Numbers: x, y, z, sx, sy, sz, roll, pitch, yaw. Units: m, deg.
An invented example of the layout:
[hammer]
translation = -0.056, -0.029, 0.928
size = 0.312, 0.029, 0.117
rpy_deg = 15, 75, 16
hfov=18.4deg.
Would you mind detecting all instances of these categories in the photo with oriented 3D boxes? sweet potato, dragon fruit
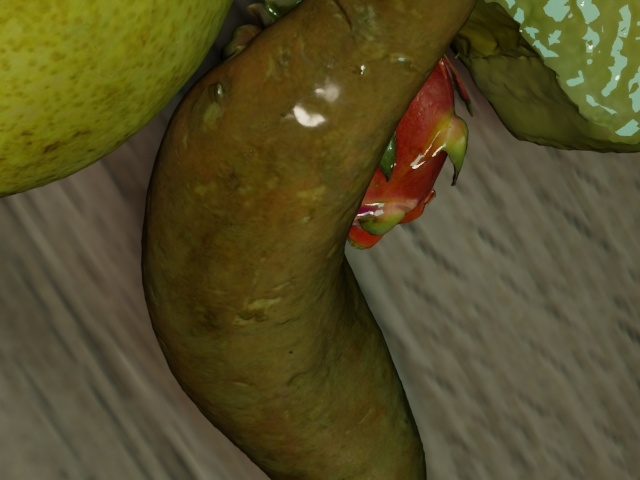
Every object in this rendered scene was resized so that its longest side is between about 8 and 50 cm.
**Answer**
[sweet potato]
translation = -0.006, -0.001, 0.658
size = 0.108, 0.079, 0.346
rpy_deg = -9, 139, -13
[dragon fruit]
translation = 0.006, -0.053, 0.713
size = 0.081, 0.086, 0.116
rpy_deg = -42, 123, -16

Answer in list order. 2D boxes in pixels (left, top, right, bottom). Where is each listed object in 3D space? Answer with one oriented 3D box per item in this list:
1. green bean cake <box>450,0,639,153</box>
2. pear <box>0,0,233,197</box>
[green bean cake]
translation = 0.103, -0.177, 0.714
size = 0.233, 0.124, 0.236
rpy_deg = -43, 108, -14
[pear]
translation = -0.113, -0.114, 0.611
size = 0.197, 0.197, 0.197
rpy_deg = -2, 97, -20
